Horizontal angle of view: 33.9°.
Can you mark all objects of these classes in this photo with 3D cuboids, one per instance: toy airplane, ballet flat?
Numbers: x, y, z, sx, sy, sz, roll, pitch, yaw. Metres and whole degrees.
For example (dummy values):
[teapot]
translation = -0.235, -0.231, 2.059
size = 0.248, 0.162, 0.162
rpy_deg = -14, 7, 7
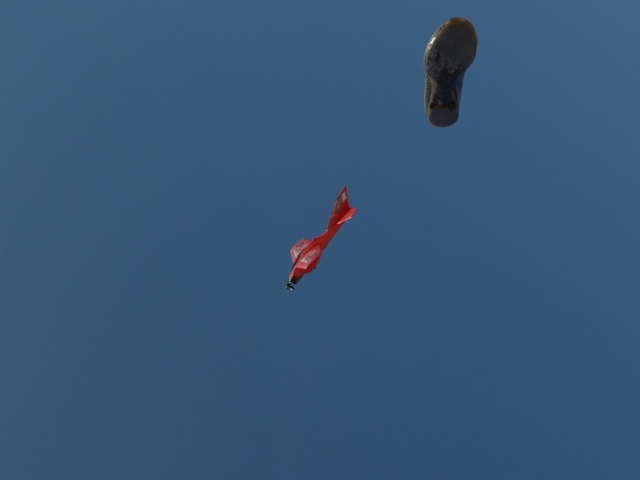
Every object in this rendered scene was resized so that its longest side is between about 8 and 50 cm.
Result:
[toy airplane]
translation = 0.000, 0.000, 1.336
size = 0.028, 0.151, 0.151
rpy_deg = 34, -135, -12
[ballet flat]
translation = 0.208, -0.282, 1.722
size = 0.084, 0.250, 0.058
rpy_deg = -2, -122, 1
